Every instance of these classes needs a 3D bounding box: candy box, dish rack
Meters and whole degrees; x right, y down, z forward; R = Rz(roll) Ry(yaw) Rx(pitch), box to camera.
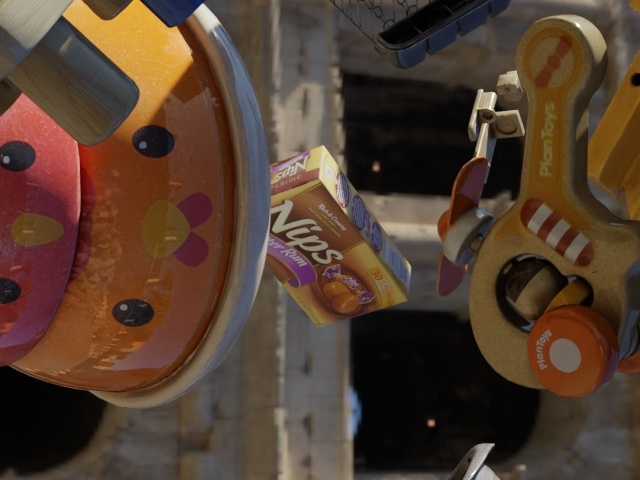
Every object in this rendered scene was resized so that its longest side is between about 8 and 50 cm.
[{"bbox_3d":[0.000,0.000,1.285,0.109,0.186,0.053,-18,-138,24],"label":"candy box"},{"bbox_3d":[0.115,-0.359,1.788,0.271,0.208,0.074,50,-13,36],"label":"dish rack"}]

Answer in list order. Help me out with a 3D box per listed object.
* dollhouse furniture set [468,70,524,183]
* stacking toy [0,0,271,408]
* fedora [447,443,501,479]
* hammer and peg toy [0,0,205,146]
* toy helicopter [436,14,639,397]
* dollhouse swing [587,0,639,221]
[{"bbox_3d":[0.330,-0.194,2.170,0.123,0.151,0.144,-70,145,-41],"label":"dollhouse furniture set"},{"bbox_3d":[-0.307,-0.028,0.919,0.351,0.480,0.350,6,-82,49],"label":"stacking toy"},{"bbox_3d":[0.179,0.366,1.531,0.243,0.124,0.275,-61,174,2],"label":"fedora"},{"bbox_3d":[-0.119,-0.181,0.683,0.266,0.127,0.361,-19,-146,52],"label":"hammer and peg toy"},{"bbox_3d":[0.205,-0.035,1.236,0.235,0.140,0.355,11,-75,39],"label":"toy helicopter"},{"bbox_3d":[0.409,-0.053,1.269,0.347,0.305,0.315,39,-60,25],"label":"dollhouse swing"}]
